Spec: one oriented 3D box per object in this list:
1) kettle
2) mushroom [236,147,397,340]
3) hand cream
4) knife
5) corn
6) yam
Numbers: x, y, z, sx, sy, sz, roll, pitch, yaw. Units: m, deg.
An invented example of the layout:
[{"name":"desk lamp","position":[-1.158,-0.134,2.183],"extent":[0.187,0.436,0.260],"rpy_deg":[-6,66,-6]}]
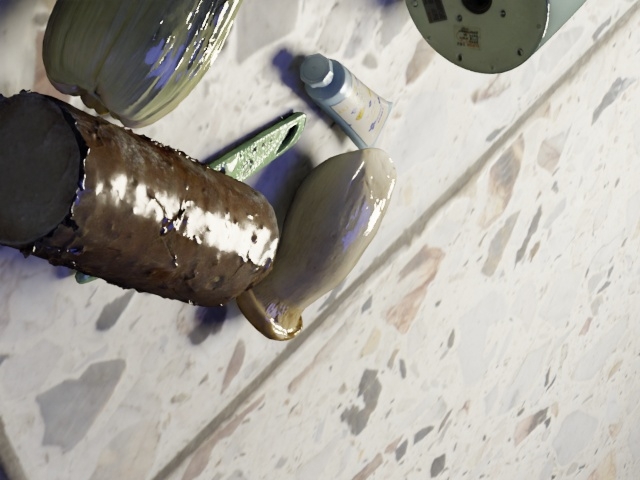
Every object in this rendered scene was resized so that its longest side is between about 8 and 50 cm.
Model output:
[{"name":"kettle","position":[0.201,-0.308,1.644],"extent":[0.243,0.160,0.210],"rpy_deg":[-39,114,-43]},{"name":"mushroom","position":[-0.001,-0.001,1.617],"extent":[0.212,0.088,0.097],"rpy_deg":[-58,-179,5]},{"name":"hand cream","position":[0.027,-0.133,1.594],"extent":[0.065,0.043,0.171],"rpy_deg":[-63,151,-5]},{"name":"knife","position":[-0.111,-0.042,1.489],"extent":[0.293,0.020,0.043],"rpy_deg":[-36,139,-36]},{"name":"corn","position":[-0.101,-0.231,1.241],"extent":[0.122,0.123,0.305],"rpy_deg":[34,76,-46]},{"name":"yam","position":[-0.154,-0.023,1.329],"extent":[0.280,0.131,0.131],"rpy_deg":[24,94,-55]}]
